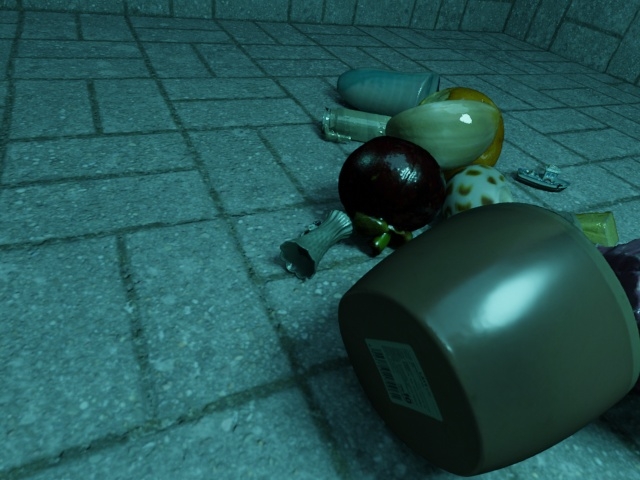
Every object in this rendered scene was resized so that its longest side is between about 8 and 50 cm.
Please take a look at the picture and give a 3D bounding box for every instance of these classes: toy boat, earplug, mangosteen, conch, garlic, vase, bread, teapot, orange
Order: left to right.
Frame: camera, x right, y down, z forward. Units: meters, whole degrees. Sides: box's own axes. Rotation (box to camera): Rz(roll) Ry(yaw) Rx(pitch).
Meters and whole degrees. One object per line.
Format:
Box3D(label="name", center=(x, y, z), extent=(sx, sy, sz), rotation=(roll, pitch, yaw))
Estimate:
Box3D(label="toy boat", center=(-0.016, -0.017, 0.840), extent=(0.038, 0.038, 0.083), rotation=(24, 40, 17))
Box3D(label="vase", center=(0.000, 0.000, 0.783), extent=(0.081, 0.081, 0.149), rotation=(29, 44, 22))
Box3D(label="teapot", center=(0.099, -0.320, 1.216), extent=(0.201, 0.077, 0.107), rotation=(9, 58, -2))
Box3D(label="earplug", center=(0.200, -0.482, 1.375), extent=(0.324, 0.184, 0.185), rotation=(24, 40, 27))
Box3D(label="mangosteen", center=(0.131, -0.095, 0.843), extent=(0.216, 0.216, 0.216), rotation=(6, 39, -5))
Box3D(label="garlic", center=(0.249, -0.231, 0.902), extent=(0.245, 0.145, 0.164), rotation=(3, 32, 24))
Box3D(label="orange", center=(0.338, -0.265, 1.070), extent=(0.240, 0.239, 0.240), rotation=(6, 39, -5))
Box3D(label="conch", center=(0.341, -0.071, 0.904), extent=(0.149, 0.182, 0.275), rotation=(-31, 25, 13))
Box3D(label="toy boat", center=(0.615, -0.177, 1.158), extent=(0.140, 0.066, 0.059), rotation=(22, 36, 13))
Box3D(label="bread", center=(0.635, -0.017, 1.004), extent=(0.109, 0.080, 0.084), rotation=(-4, 22, 45))

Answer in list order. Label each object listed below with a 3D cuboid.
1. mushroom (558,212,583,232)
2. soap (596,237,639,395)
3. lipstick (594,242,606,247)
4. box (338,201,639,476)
Box3D(label="mushroom", center=(0.493, 0.022, 0.874), extent=(0.092, 0.081, 0.223), rotation=(37, 45, 7))
Box3D(label="soap", center=(0.488, 0.138, 0.541), extent=(0.360, 0.233, 0.128), rotation=(27, 72, 3))
Box3D(label="lipstick", center=(0.480, 0.103, 0.779), extent=(0.066, 0.068, 0.317), rotation=(36, 45, 28))
Box3D(label="box", center=(0.171, 0.117, 0.518), extent=(0.216, 0.300, 0.301), rotation=(-23, 48, -22))
